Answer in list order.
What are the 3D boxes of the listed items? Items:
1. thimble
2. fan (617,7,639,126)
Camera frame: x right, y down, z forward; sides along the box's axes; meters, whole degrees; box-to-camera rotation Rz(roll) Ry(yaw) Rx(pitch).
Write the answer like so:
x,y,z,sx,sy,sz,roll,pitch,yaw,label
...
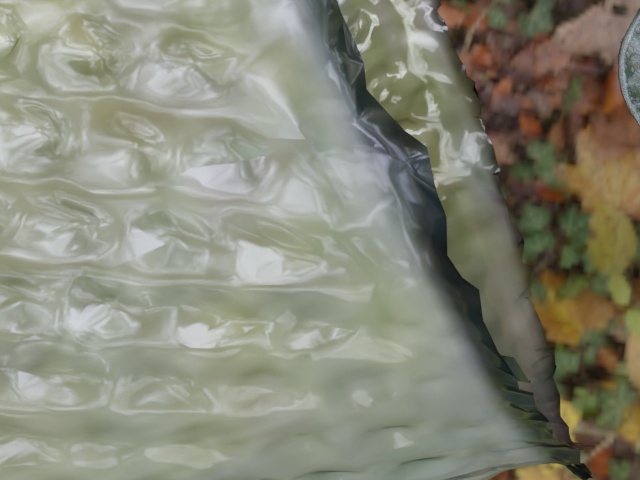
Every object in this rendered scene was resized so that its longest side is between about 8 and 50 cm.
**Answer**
x,y,z,sx,sy,sz,roll,pitch,yaw,label
-0.046,-0.041,0.439,0.150,0.271,0.271,-22,121,11,thimble
0.381,-0.129,1.297,0.294,0.223,0.012,26,176,7,fan
